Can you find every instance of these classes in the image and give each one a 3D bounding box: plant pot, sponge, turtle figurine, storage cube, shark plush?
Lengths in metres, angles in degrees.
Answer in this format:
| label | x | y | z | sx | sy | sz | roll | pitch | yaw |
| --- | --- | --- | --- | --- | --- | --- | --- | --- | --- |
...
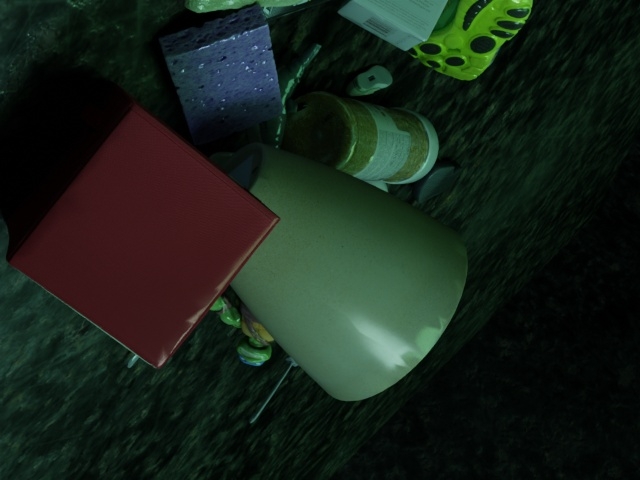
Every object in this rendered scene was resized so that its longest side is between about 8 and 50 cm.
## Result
| label | x | y | z | sx | sy | sz | roll | pitch | yaw |
| --- | --- | --- | --- | --- | --- | --- | --- | --- | --- |
| plant pot | -0.010 | 0.012 | 1.423 | 0.256 | 0.274 | 0.256 | -39 | -152 | 26 |
| sponge | -0.107 | -0.182 | 1.348 | 0.117 | 0.031 | 0.210 | -21 | 159 | -5 |
| turtle figurine | -0.092 | 0.099 | 1.719 | 0.274 | 0.197 | 0.266 | -11 | 126 | -46 |
| storage cube | -0.188 | -0.021 | 1.200 | 0.193 | 0.215 | 0.183 | -52 | -160 | 1 |
| shark plush | -0.044 | -0.181 | 1.523 | 0.161 | 0.067 | 0.073 | -53 | 161 | 4 |

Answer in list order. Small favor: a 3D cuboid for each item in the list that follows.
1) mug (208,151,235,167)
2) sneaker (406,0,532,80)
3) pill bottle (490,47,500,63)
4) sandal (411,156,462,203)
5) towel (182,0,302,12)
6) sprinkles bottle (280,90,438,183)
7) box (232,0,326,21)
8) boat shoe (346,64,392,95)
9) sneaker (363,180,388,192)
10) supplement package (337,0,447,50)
| label | x | y | z | sx | sy | sz | roll | pitch | yaw |
| --- | --- | --- | --- | --- | --- | --- | --- | --- | --- |
| mug | -0.149 | -0.024 | 1.562 | 0.169 | 0.150 | 0.113 | -57 | -162 | 31 |
| sneaker | 0.199 | -0.292 | 1.511 | 0.124 | 0.109 | 0.295 | -65 | -167 | -18 |
| pill bottle | 0.220 | -0.378 | 1.640 | 0.153 | 0.153 | 0.265 | -30 | 152 | -48 |
| sandal | 0.213 | -0.123 | 2.287 | 0.097 | 0.054 | 0.254 | -47 | 172 | 10 |
| towel | -0.068 | -0.288 | 1.243 | 0.148 | 0.027 | 0.110 | -9 | 138 | -27 |
| sprinkles bottle | 0.065 | -0.146 | 1.760 | 0.121 | 0.121 | 0.355 | -56 | 161 | 15 |
| box | -0.005 | -0.347 | 1.338 | 0.184 | 0.045 | 0.191 | -32 | 154 | -49 |
| boat shoe | 0.070 | -0.233 | 1.762 | 0.035 | 0.035 | 0.100 | -31 | -179 | 36 |
| sneaker | 0.000 | 0.000 | 1.907 | 0.290 | 0.106 | 0.123 | -49 | 164 | -2 |
| supplement package | 0.113 | -0.337 | 1.443 | 0.179 | 0.105 | 0.105 | -62 | -171 | -2 |
